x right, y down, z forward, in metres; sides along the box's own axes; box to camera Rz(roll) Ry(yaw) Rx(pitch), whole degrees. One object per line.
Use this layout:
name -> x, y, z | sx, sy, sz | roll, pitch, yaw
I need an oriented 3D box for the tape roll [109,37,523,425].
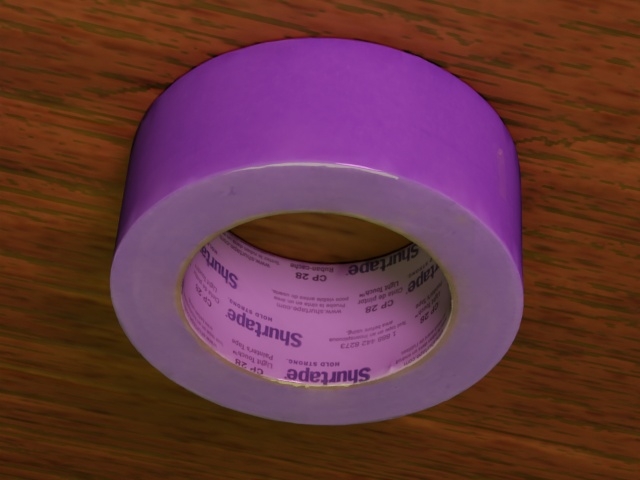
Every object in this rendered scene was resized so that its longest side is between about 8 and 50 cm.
tape roll -> 0.000, 0.000, 0.915 | 0.189, 0.080, 0.189 | 2, 138, 1
